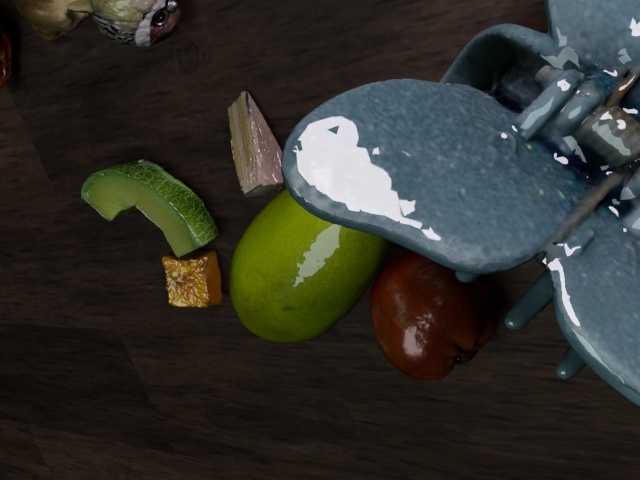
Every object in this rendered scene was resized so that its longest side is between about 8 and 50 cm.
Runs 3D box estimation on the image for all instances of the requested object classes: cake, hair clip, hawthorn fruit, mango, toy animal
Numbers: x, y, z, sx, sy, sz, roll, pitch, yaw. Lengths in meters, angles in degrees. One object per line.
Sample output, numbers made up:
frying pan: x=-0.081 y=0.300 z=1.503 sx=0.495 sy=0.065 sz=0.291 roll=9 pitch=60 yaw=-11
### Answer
cake: x=-0.075 y=-0.115 z=1.065 sx=0.052 sy=0.065 sz=0.121 roll=-25 pitch=76 yaw=47
hair clip: x=0.200 y=-0.047 z=0.691 sx=0.318 sy=0.392 sz=0.238 roll=43 pitch=166 yaw=8
hawthorn fruit: x=0.113 y=0.074 z=0.951 sx=0.138 sy=0.133 sz=0.133 roll=54 pitch=140 yaw=21
mango: x=0.000 y=0.000 z=0.984 sx=0.143 sy=0.175 sz=0.293 roll=20 pitch=128 yaw=-22
toy animal: x=-0.226 y=-0.266 z=1.042 sx=0.137 sy=0.098 sz=0.098 roll=-14 pitch=107 yaw=31

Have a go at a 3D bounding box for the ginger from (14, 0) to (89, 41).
ginger: x=-0.380 y=-0.351 z=1.104 sx=0.276 sy=0.130 sz=0.221 roll=-5 pitch=122 yaw=49

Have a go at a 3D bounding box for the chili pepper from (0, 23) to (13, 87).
chili pepper: x=-0.597 y=-0.336 z=1.297 sx=0.338 sy=0.131 sz=0.134 roll=34 pitch=162 yaw=15

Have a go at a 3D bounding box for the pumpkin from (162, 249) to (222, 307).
pumpkin: x=-0.176 y=0.053 z=1.245 sx=0.074 sy=0.054 sz=0.083 roll=2 pitch=109 yaw=22

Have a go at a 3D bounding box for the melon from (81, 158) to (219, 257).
melon: x=-0.228 y=-0.048 z=1.219 sx=0.209 sy=0.064 sz=0.118 roll=36 pitch=134 yaw=14
